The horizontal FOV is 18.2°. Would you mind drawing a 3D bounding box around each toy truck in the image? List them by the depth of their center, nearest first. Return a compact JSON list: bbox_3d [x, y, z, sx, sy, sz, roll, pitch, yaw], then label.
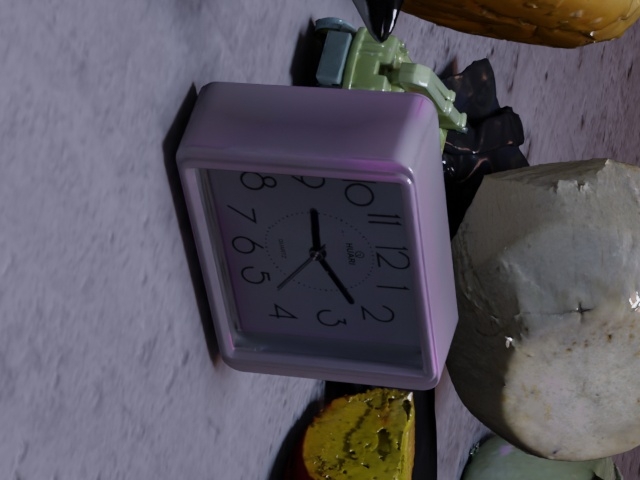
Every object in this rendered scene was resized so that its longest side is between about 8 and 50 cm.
[{"bbox_3d":[0.048,-0.090,1.419,0.169,0.100,0.077,61,41,-62],"label":"toy truck"}]

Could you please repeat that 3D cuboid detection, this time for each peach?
[{"bbox_3d":[0.020,0.183,1.460,0.127,0.092,0.172,82,11,-54],"label":"peach"}]

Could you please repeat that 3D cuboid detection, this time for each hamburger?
[{"bbox_3d":[0.140,-0.228,1.466,0.244,0.244,0.163,40,58,-70],"label":"hamburger"}]

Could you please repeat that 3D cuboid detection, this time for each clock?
[{"bbox_3d":[0.000,0.000,1.217,0.063,0.150,0.197,-71,160,-43],"label":"clock"}]

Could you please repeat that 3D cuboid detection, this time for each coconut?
[{"bbox_3d":[0.214,0.048,1.704,0.247,0.245,0.245,-94,179,-56],"label":"coconut"}]

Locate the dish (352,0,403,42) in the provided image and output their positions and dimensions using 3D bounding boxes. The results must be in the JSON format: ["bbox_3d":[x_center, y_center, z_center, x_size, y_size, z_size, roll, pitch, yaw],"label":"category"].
[{"bbox_3d":[-0.008,-0.275,1.127,0.303,0.120,0.303,7,90,-73],"label":"dish"}]

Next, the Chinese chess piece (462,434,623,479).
[{"bbox_3d":[0.223,0.374,2.104,0.349,0.146,0.349,8,90,-73],"label":"Chinese chess piece"}]

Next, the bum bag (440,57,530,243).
[{"bbox_3d":[0.152,-0.033,1.824,0.137,0.074,0.310,-55,144,-34],"label":"bum bag"}]

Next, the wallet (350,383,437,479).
[{"bbox_3d":[0.062,0.160,1.656,0.197,0.051,0.377,-66,157,-50],"label":"wallet"}]
